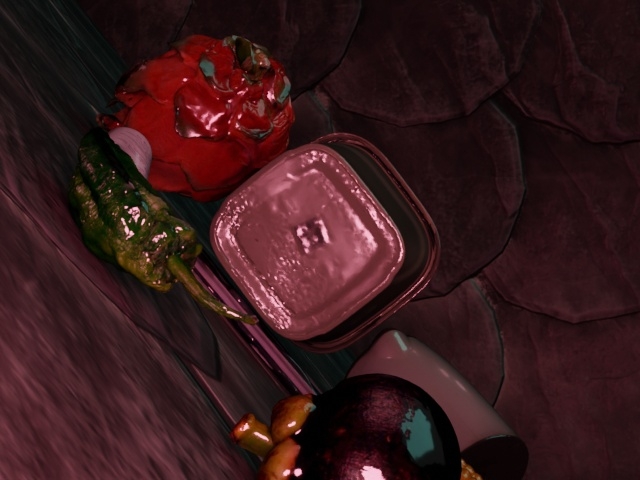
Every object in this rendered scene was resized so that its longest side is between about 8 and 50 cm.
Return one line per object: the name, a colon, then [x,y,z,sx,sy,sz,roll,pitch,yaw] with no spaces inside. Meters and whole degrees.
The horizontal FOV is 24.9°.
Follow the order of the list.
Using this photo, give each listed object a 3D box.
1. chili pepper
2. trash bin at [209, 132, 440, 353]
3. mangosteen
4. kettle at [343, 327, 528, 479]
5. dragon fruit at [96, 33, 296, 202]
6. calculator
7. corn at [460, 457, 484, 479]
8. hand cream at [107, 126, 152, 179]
chili pepper: [-0.137,-0.014,1.042,0.122,0.065,0.279,47,-2,-27]
trash bin: [0.000,0.000,1.556,0.219,0.220,0.250,51,5,5]
mangosteen: [0.015,0.143,0.921,0.151,0.137,0.137,17,3,-3]
kettle: [0.134,0.258,1.883,0.236,0.161,0.221,48,-29,41]
dragon fruit: [-0.145,-0.136,1.656,0.193,0.274,0.192,51,40,-15]
calculator: [-0.063,0.099,1.555,0.274,0.028,0.166,51,0,-11]
corn: [0.149,0.299,1.291,0.363,0.120,0.120,48,1,-9]
hand cream: [-0.200,-0.074,1.442,0.084,0.053,0.142,50,16,-18]
